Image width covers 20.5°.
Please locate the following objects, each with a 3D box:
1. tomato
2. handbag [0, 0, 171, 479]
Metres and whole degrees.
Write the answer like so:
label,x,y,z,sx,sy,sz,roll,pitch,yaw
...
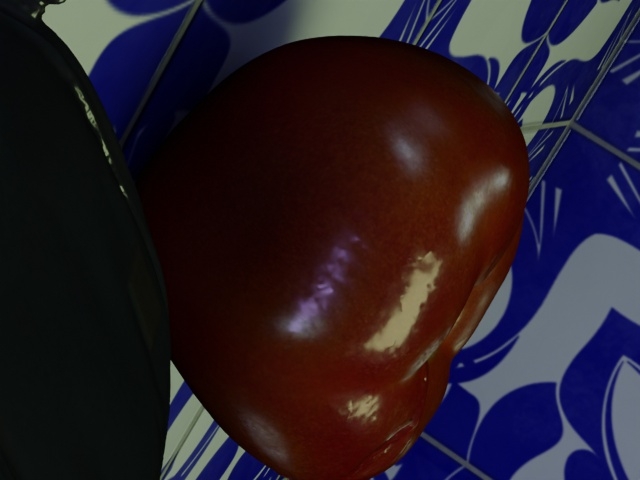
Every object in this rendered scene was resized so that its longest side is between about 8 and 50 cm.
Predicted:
label,x,y,z,sx,sy,sz,roll,pitch,yaw
tomato,0.000,0.000,1.127,0.298,0.226,0.298,-55,162,-28
handbag,-0.145,0.066,0.720,0.275,0.178,0.302,-58,-168,26
